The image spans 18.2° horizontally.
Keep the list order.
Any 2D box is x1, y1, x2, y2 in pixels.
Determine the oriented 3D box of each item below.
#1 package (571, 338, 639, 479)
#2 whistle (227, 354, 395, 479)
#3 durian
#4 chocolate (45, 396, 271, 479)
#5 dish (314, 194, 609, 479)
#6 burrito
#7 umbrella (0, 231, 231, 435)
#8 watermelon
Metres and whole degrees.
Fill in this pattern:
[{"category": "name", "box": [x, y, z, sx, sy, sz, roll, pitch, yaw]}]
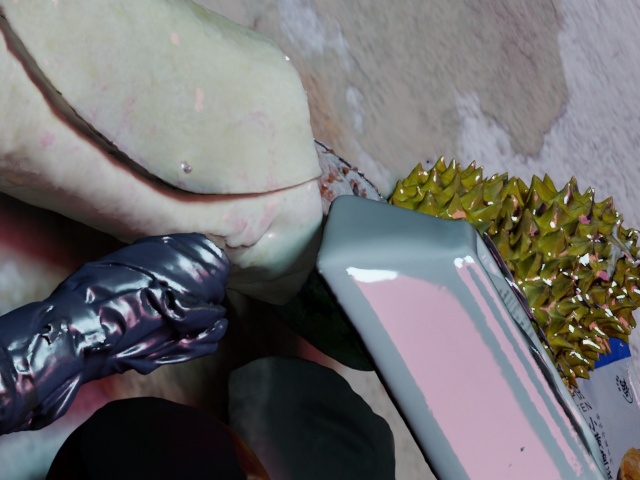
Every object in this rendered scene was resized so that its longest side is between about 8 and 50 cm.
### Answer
[{"category": "package", "box": [0.215, 0.158, 1.501, 0.171, 0.027, 0.173, -11, 87, -56]}, {"category": "whistle", "box": [0.026, 0.255, 1.092, 0.168, 0.188, 0.405, 33, 16, -46]}, {"category": "durian", "box": [0.135, 0.027, 1.363, 0.249, 0.138, 0.183, -37, 114, -49]}, {"category": "chocolate", "box": [-0.082, 0.155, 1.002, 0.127, 0.124, 0.133, -93, -166, -59]}, {"category": "dish", "box": [0.092, 0.078, 1.121, 0.243, 0.080, 0.182, 59, 10, -10]}, {"category": "burrito", "box": [-0.107, -0.068, 1.080, 0.299, 0.105, 0.143, 24, 67, -50]}, {"category": "umbrella", "box": [-0.137, 0.056, 0.979, 0.248, 0.071, 0.071, -23, 95, -43]}, {"category": "watermelon", "box": [0.000, 0.000, 1.238, 0.187, 0.071, 0.139, 63, 27, 1]}]
